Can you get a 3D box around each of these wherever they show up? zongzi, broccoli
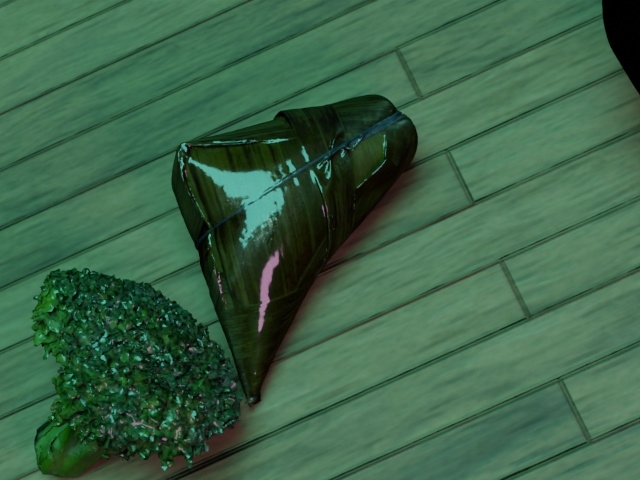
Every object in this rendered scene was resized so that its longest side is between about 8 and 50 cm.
[{"bbox_3d":[0.000,0.000,1.586,0.221,0.112,0.242,-17,80,-5],"label":"zongzi"},{"bbox_3d":[-0.186,0.129,1.531,0.194,0.194,0.219,-33,70,-3],"label":"broccoli"}]

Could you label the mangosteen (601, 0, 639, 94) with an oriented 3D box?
[{"bbox_3d":[0.380,-0.199,1.473,0.297,0.297,0.313,-30,71,-1],"label":"mangosteen"}]
